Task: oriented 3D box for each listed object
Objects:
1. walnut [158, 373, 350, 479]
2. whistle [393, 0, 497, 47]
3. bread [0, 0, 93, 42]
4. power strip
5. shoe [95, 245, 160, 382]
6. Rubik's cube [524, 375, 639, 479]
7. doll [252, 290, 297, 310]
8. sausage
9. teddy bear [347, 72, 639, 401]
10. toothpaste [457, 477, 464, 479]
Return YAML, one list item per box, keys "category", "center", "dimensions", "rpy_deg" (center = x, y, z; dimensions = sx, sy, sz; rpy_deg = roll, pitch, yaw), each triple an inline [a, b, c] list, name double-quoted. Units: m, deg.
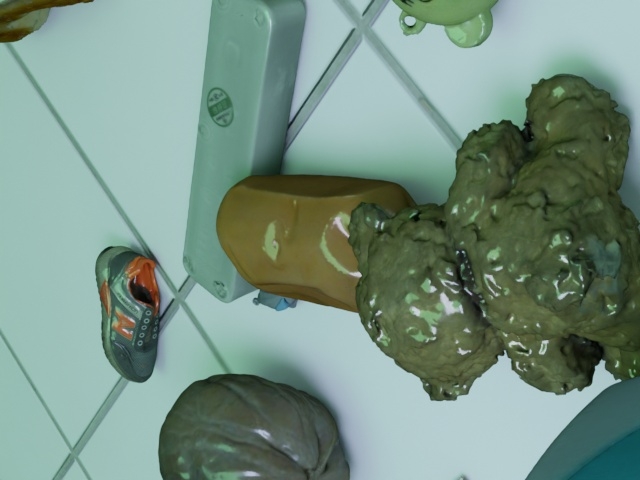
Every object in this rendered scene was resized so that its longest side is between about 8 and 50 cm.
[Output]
- category: "walnut"
  center: [-0.081, 0.254, 1.098]
  dimensions: [0.224, 0.224, 0.224]
  rpy_deg: [20, 120, 39]
- category: "whistle"
  center: [0.121, -0.277, 0.735]
  dimensions: [0.131, 0.106, 0.288]
  rpy_deg: [40, 131, 17]
- category: "bread"
  center: [-0.405, -0.336, 1.179]
  dimensions: [0.314, 0.192, 0.171]
  rpy_deg: [-11, 100, 47]
- category: "power strip"
  center: [-0.086, -0.108, 1.046]
  dimensions: [0.091, 0.062, 0.385]
  rpy_deg: [34, 129, 31]
- category: "shoe"
  center: [-0.247, 0.103, 1.294]
  dimensions: [0.077, 0.074, 0.195]
  rpy_deg: [4, 107, 39]
- category: "Rubik's cube"
  center: [0.318, 0.252, 0.527]
  dimensions: [0.351, 0.347, 0.352]
  rpy_deg: [-13, 95, 29]
- category: "doll"
  center: [-0.040, 0.055, 1.086]
  dimensions: [0.057, 0.039, 0.114]
  rpy_deg: [35, 135, -27]
- category: "sausage"
  center: [0.000, 0.000, 0.960]
  dimensions: [0.241, 0.120, 0.136]
  rpy_deg: [12, 115, 37]
- category: "teddy bear"
  center: [0.144, 0.028, 0.788]
  dimensions: [0.256, 0.156, 0.267]
  rpy_deg: [-21, 93, 40]
- category: "toothpaste"
  center: [0.188, 0.329, 0.976]
  dimensions: [0.190, 0.031, 0.048]
  rpy_deg: [54, 139, 19]
